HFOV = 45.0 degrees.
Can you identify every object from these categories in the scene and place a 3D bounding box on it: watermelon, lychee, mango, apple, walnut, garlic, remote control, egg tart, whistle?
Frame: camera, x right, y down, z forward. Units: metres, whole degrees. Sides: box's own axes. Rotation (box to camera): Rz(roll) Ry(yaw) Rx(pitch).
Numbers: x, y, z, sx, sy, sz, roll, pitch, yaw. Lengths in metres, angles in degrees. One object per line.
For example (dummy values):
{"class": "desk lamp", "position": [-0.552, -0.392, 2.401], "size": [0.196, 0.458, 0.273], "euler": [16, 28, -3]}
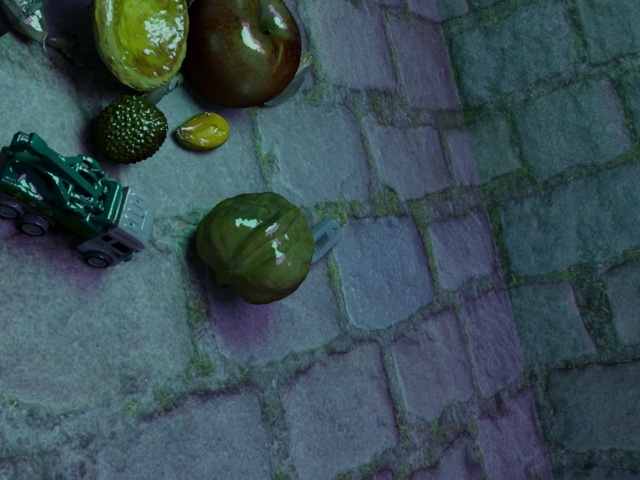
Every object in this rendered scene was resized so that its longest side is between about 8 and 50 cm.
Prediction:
{"class": "watermelon", "position": [-0.126, -0.519, 2.308], "size": [0.207, 0.202, 0.136], "euler": [65, -3, -17]}
{"class": "lychee", "position": [-0.439, -0.250, 1.760], "size": [0.171, 0.171, 0.171], "euler": [25, 58, -48]}
{"class": "mango", "position": [-0.308, -0.284, 2.028], "size": [0.187, 0.066, 0.101], "euler": [-22, 103, -50]}
{"class": "apple", "position": [-0.215, -0.520, 2.064], "size": [0.348, 0.276, 0.349], "euler": [24, 58, -45]}
{"class": "walnut", "position": [-0.160, 0.015, 1.951], "size": [0.277, 0.253, 0.282], "euler": [-41, 111, -54]}
{"class": "garlic", "position": [-0.637, -0.481, 1.656], "size": [0.152, 0.066, 0.084], "euler": [38, 76, -36]}
{"class": "remote control", "position": [0.000, 0.000, 2.360], "size": [0.087, 0.047, 0.244], "euler": [63, 35, -11]}
{"class": "egg tart", "position": [-0.430, -0.499, 1.775], "size": [0.319, 0.128, 0.319], "euler": [-12, 104, -58]}
{"class": "whistle", "position": [-0.401, -0.383, 1.918], "size": [0.057, 0.107, 0.220], "euler": [39, 28, -3]}

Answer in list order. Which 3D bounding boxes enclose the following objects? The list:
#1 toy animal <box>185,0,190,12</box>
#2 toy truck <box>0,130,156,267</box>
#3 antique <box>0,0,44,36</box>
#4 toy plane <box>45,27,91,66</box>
{"class": "toy animal", "position": [-0.398, -0.658, 2.008], "size": [0.236, 0.108, 0.138], "euler": [20, 61, -50]}
{"class": "toy truck", "position": [-0.506, -0.085, 1.582], "size": [0.363, 0.178, 0.177], "euler": [41, 46, -42]}
{"class": "antique", "position": [-0.640, -0.457, 1.529], "size": [0.086, 0.183, 0.088], "euler": [52, 40, -28]}
{"class": "toy plane", "position": [-0.570, -0.444, 1.747], "size": [0.111, 0.040, 0.102], "euler": [7, 52, -55]}
